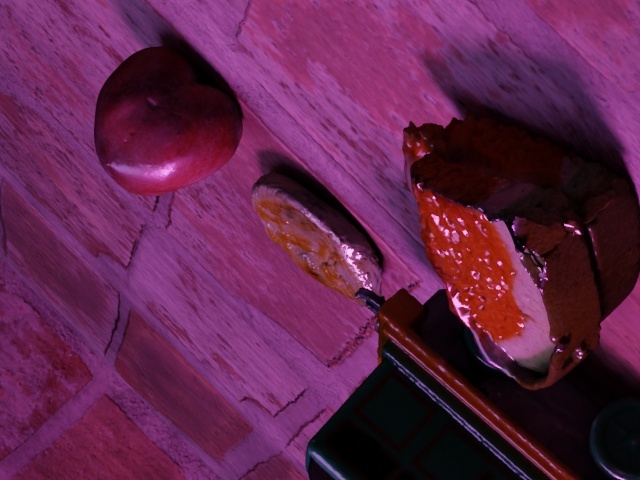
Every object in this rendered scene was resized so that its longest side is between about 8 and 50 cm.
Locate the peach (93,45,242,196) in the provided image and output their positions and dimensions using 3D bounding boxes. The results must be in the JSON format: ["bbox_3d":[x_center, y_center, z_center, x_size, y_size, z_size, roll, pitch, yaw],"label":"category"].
[{"bbox_3d":[-0.163,-0.114,1.919,0.152,0.152,0.152,41,164,14],"label":"peach"}]

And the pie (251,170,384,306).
[{"bbox_3d":[0.000,0.000,1.979,0.187,0.041,0.187,41,164,14],"label":"pie"}]

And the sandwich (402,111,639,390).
[{"bbox_3d":[0.157,0.002,1.464,0.212,0.109,0.292,41,163,41],"label":"sandwich"}]

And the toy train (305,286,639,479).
[{"bbox_3d":[0.162,0.211,1.701,0.429,0.249,0.178,41,164,16],"label":"toy train"}]
